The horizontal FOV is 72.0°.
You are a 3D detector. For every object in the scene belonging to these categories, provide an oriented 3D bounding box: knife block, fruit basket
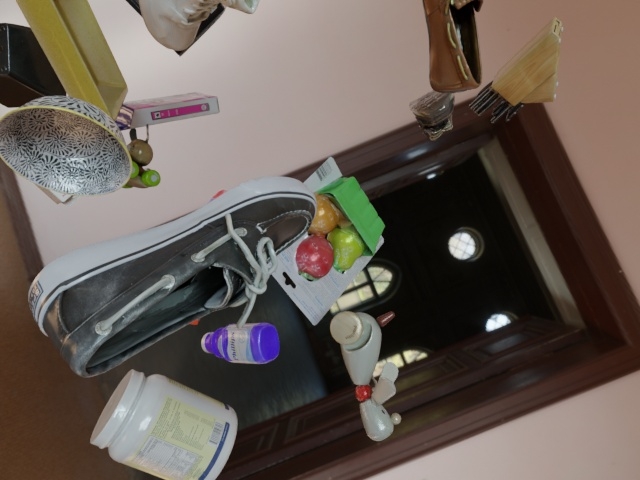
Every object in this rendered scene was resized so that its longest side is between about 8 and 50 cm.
[{"bbox_3d":[0.555,-0.478,1.279,0.088,0.242,0.275,-61,145,-34],"label":"knife block"},{"bbox_3d":[0.000,0.000,1.229,0.327,0.353,0.165,53,-20,-25],"label":"fruit basket"}]

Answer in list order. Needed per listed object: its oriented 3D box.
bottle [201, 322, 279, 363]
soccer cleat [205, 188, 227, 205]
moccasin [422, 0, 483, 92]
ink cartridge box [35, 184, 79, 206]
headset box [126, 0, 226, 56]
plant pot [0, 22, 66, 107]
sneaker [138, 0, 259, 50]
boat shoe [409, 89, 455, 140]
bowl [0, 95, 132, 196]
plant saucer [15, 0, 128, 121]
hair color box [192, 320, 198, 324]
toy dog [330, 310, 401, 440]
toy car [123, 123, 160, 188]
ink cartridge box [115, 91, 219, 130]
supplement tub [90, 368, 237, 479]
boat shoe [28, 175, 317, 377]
[{"bbox_3d":[-0.253,0.313,1.347,0.092,0.283,0.118,-4,86,-52],"label":"bottle"},{"bbox_3d":[-0.352,-0.060,1.380,0.083,0.248,0.095,33,34,-22],"label":"soccer cleat"},{"bbox_3d":[0.309,-0.534,0.995,0.147,0.139,0.379,10,-70,49],"label":"moccasin"},{"bbox_3d":[-0.716,-0.168,1.198,0.090,0.092,0.143,-1,-45,50],"label":"ink cartridge box"},{"bbox_3d":[-0.310,-0.532,0.873,0.246,0.131,0.283,45,18,-29],"label":"headset box"},{"bbox_3d":[-0.810,-0.466,1.156,0.167,0.188,0.188,-20,109,-83],"label":"plant pot"},{"bbox_3d":[-0.175,-0.370,0.661,0.169,0.108,0.292,44,-33,5],"label":"sneaker"},{"bbox_3d":[0.359,-0.385,1.351,0.130,0.132,0.355,60,19,-14],"label":"boat shoe"},{"bbox_3d":[-0.351,-0.146,0.624,0.170,0.170,0.080,68,13,-54],"label":"bowl"},{"bbox_3d":[-0.573,-0.465,1.022,0.332,0.081,0.332,-115,-172,-55],"label":"plant saucer"},{"bbox_3d":[-0.470,0.242,1.452,0.072,0.141,0.043,-152,-111,-82],"label":"hair color box"},{"bbox_3d":[0.146,0.313,1.126,0.220,0.161,0.333,-69,139,-76],"label":"toy dog"},{"bbox_3d":[-0.568,-0.262,1.333,0.149,0.155,0.188,22,73,-54],"label":"toy car"},{"bbox_3d":[-0.544,-0.434,1.472,0.176,0.371,0.069,28,-47,44],"label":"ink cartridge box"},{"bbox_3d":[-0.421,0.515,1.211,0.325,0.235,0.235,34,12,-19],"label":"supplement tub"},{"bbox_3d":[-0.099,0.024,0.432,0.105,0.306,0.113,40,-50,26],"label":"boat shoe"}]
